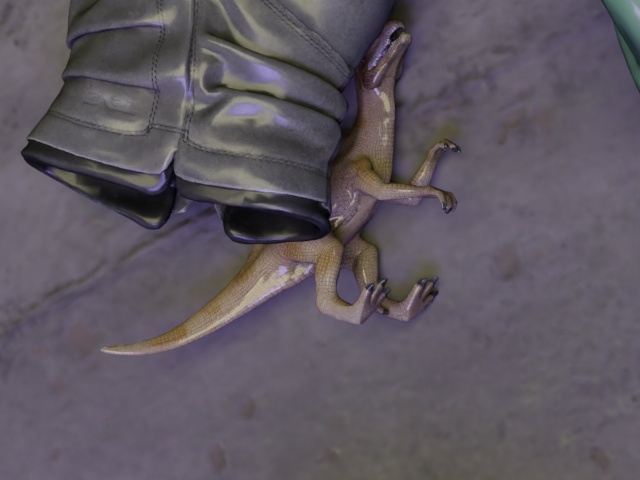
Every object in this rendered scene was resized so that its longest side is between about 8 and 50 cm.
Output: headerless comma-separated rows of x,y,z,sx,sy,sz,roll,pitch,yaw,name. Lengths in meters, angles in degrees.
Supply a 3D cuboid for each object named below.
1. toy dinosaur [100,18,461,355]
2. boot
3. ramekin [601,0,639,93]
0.000,0.000,0.793,0.092,0.053,0.183,37,88,29,toy dinosaur
-0.089,-0.099,0.779,0.246,0.083,0.161,19,79,18,boot
0.224,-0.142,0.649,0.303,0.148,0.303,-7,73,24,ramekin
